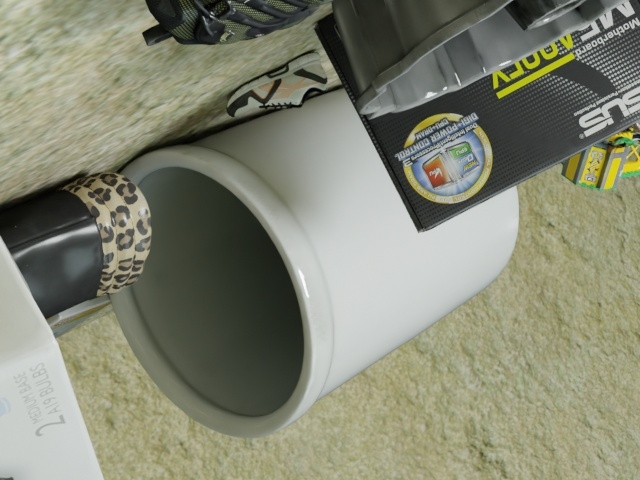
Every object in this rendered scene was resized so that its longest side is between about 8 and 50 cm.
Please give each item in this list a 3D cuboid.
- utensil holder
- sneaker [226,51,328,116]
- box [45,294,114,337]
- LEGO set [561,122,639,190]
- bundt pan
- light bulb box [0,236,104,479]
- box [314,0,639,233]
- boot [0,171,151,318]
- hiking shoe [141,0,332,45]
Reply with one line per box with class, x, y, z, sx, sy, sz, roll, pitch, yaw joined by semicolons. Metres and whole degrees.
utensil holder;0.000;0.000;1.480;0.385;0.327;0.328;-26;177;-41
sneaker;-0.043;-0.146;1.281;0.109;0.043;0.040;-26;179;8
box;-0.349;0.066;1.517;0.203;0.114;0.103;-29;175;38
LEGO set;0.308;-0.214;1.426;0.255;0.331;0.192;-4;123;-23
bundt pan;0.147;-0.219;0.950;0.331;0.124;0.331;-28;176;-2
light bulb box;-0.345;0.149;0.816;0.361;0.225;0.358;-26;148;-16
box;0.161;-0.162;1.151;0.270;0.216;0.060;-27;176;15
boot;-0.349;0.058;1.318;0.284;0.138;0.377;-25;171;-32
hiking shoe;-0.043;-0.156;0.753;0.114;0.086;0.227;-29;178;-17
